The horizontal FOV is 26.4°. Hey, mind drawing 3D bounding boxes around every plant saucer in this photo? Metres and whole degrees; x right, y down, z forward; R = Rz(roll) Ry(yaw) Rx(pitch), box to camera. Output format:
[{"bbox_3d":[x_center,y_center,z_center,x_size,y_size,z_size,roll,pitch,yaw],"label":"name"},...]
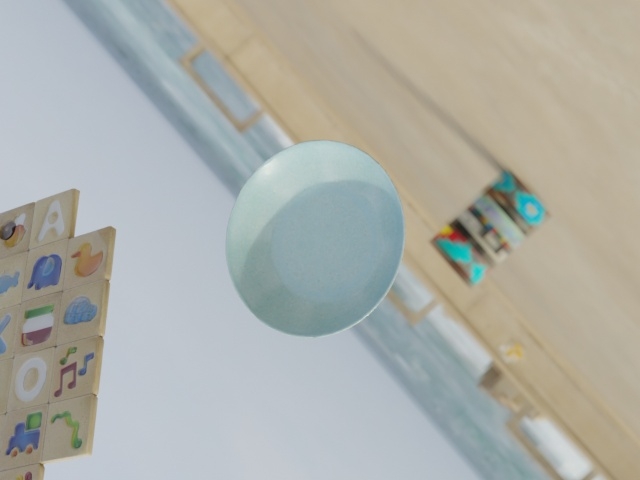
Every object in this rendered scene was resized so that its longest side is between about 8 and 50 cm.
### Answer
[{"bbox_3d":[0.000,0.000,1.334,0.195,0.195,0.037,48,-166,24],"label":"plant saucer"}]

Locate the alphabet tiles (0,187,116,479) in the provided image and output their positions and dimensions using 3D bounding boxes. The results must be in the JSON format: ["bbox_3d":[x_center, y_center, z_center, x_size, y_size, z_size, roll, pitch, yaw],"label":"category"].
[{"bbox_3d":[-0.317,0.120,1.335,0.011,0.285,0.343,33,-129,-47],"label":"alphabet tiles"}]
